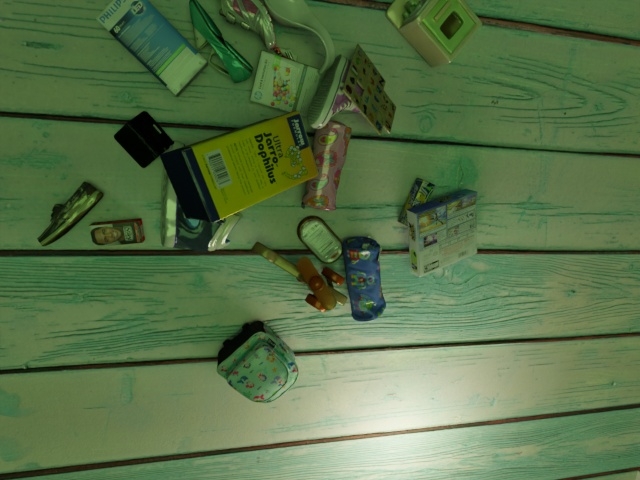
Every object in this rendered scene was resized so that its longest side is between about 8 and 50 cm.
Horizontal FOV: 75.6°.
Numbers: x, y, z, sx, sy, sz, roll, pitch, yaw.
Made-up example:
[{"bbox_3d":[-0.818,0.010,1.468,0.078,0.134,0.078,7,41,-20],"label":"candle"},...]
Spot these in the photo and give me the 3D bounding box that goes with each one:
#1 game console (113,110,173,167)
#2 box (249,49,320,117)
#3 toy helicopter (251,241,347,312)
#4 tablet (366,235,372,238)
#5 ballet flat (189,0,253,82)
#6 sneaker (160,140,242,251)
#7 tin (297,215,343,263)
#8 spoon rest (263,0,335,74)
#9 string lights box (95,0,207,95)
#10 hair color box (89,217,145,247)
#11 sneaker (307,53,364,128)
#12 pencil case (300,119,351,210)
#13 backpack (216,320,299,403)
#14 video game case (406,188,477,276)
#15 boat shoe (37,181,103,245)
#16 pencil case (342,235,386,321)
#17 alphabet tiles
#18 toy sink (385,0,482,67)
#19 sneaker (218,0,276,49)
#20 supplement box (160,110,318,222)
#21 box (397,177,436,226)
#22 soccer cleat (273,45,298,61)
[{"bbox_3d":[-0.520,-0.297,1.219,0.122,0.071,0.107,51,60,-21],"label":"game console"},{"bbox_3d":[-0.105,-0.468,1.242,0.186,0.038,0.145,13,112,-15],"label":"box"},{"bbox_3d":[-0.064,0.113,1.329,0.355,0.235,0.140,33,87,-14],"label":"toy helicopter"},{"bbox_3d":[0.158,0.027,1.475,0.083,0.006,0.054,-41,110,0],"label":"tablet"},{"bbox_3d":[-0.300,-0.550,1.165,0.087,0.083,0.247,-37,109,14],"label":"ballet flat"},{"bbox_3d":[-0.354,-0.125,1.263,0.236,0.130,0.323,3,94,-30],"label":"sneaker"},{"bbox_3d":[0.000,0.000,1.415,0.106,0.040,0.190,-41,111,5],"label":"tin"},{"bbox_3d":[-0.052,-0.616,1.174,0.276,0.084,0.137,49,54,-11],"label":"spoon rest"},{"bbox_3d":[-0.452,-0.540,1.130,0.133,0.077,0.259,-45,110,2],"label":"string lights box"},{"bbox_3d":[-0.617,-0.024,1.257,0.141,0.043,0.072,-7,108,-11],"label":"hair color box"},{"bbox_3d":[0.071,-0.410,1.225,0.161,0.102,0.282,36,61,-26],"label":"sneaker"},{"bbox_3d":[0.015,-0.236,1.309,0.124,0.124,0.284,8,104,-15],"label":"pencil case"},{"bbox_3d":[-0.201,0.435,1.420,0.225,0.191,0.253,-41,115,0],"label":"backpack"},{"bbox_3d":[0.434,-0.029,1.458,0.269,0.061,0.244,-19,117,-21],"label":"video game case"},{"bbox_3d":[-0.737,-0.080,1.198,0.223,0.080,0.073,-44,105,-4],"label":"boat shoe"},{"bbox_3d":[0.157,0.132,1.438,0.133,0.119,0.306,-2,111,15],"label":"pencil case"},{"bbox_3d":[0.160,-0.448,1.267,0.237,0.009,0.198,38,56,-38],"label":"alphabet tiles"},{"bbox_3d":[0.342,-0.674,1.251,0.234,0.131,0.153,39,93,-20],"label":"toy sink"},{"bbox_3d":[-0.219,-0.639,1.153,0.111,0.103,0.252,-36,104,3],"label":"sneaker"},{"bbox_3d":[-0.218,-0.209,1.152,0.356,0.194,0.195,-29,112,-30],"label":"supplement box"},{"bbox_3d":[0.335,-0.129,1.443,0.054,0.059,0.169,20,100,-20],"label":"box"},{"bbox_3d":[-0.105,-0.563,1.233,0.083,0.029,0.036,26,90,-22],"label":"soccer cleat"}]
